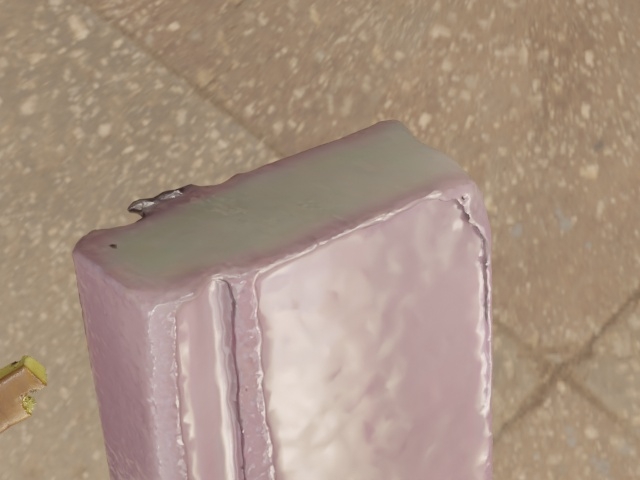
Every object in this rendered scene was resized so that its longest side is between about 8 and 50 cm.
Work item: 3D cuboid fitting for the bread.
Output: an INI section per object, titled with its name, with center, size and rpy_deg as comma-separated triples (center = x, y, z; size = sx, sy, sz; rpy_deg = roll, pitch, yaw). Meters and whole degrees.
[bread]
center = -0.513, 0.257, 2.024
size = 0.226, 0.049, 0.088
rpy_deg = -28, 120, 25

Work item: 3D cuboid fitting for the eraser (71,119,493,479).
[eraser]
center = -0.009, 0.129, 0.876
size = 0.272, 0.122, 0.359
rpy_deg = -20, 123, -30
